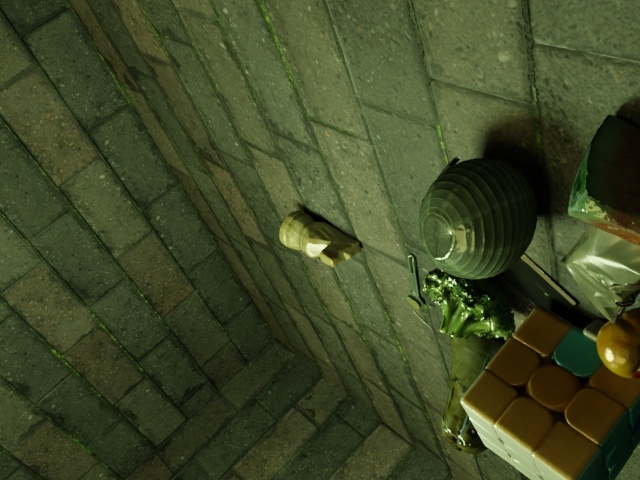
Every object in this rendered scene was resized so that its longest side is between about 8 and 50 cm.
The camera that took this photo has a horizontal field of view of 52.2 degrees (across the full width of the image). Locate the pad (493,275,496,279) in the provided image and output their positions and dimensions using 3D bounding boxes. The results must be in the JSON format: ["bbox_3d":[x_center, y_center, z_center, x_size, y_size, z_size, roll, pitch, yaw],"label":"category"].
[{"bbox_3d":[0.375,0.006,1.547,0.113,0.006,0.188,42,160,39],"label":"pad"}]

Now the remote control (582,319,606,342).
[{"bbox_3d":[0.659,0.235,1.312,0.261,0.067,0.029,33,129,38],"label":"remote control"}]

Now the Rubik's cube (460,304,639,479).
[{"bbox_3d":[0.533,0.379,1.457,0.291,0.292,0.290,33,164,40],"label":"Rubik's cube"}]

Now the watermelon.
[{"bbox_3d":[0.499,-0.052,0.956,0.256,0.193,0.140,24,154,21],"label":"watermelon"}]

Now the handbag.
[{"bbox_3d":[0.520,0.039,1.141,0.183,0.117,0.270,61,166,24],"label":"handbag"}]

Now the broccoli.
[{"bbox_3d":[0.364,0.155,1.613,0.198,0.226,0.176,162,109,-74],"label":"broccoli"}]

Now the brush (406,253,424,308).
[{"bbox_3d":[0.279,0.126,1.977,0.062,0.027,0.266,35,157,32],"label":"brush"}]

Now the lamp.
[{"bbox_3d":[0.309,-0.041,1.283,0.233,0.233,0.265,36,137,31],"label":"lamp"}]

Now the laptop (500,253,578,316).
[{"bbox_3d":[0.484,0.099,1.494,0.197,0.016,0.135,44,160,12],"label":"laptop"}]

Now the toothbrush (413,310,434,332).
[{"bbox_3d":[0.340,0.268,2.155,0.097,0.008,0.006,45,147,9],"label":"toothbrush"}]

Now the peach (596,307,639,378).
[{"bbox_3d":[0.600,0.199,1.250,0.138,0.138,0.138,41,160,18],"label":"peach"}]

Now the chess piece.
[{"bbox_3d":[0.000,0.000,2.191,0.300,0.137,0.137,23,150,44],"label":"chess piece"}]

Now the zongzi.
[{"bbox_3d":[0.385,0.369,1.797,0.360,0.323,0.160,39,168,35],"label":"zongzi"}]
